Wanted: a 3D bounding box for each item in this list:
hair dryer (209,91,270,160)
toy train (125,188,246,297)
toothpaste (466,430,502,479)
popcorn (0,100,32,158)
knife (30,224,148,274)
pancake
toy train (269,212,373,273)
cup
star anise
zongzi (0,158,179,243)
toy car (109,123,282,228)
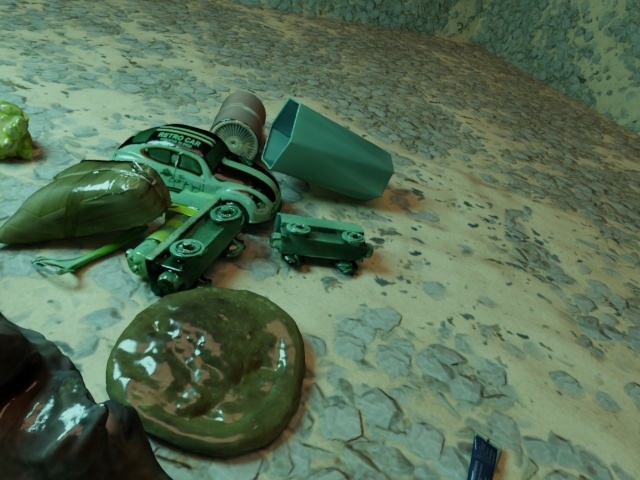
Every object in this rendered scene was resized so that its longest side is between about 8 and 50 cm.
[{"bbox_3d":[-0.062,-0.204,1.088,0.344,0.107,0.189,19,31,-12],"label":"hair dryer"},{"bbox_3d":[-0.196,0.003,0.738,0.132,0.083,0.200,13,33,15],"label":"toy train"},{"bbox_3d":[0.176,0.271,0.557,0.037,0.021,0.140,32,35,10],"label":"toothpaste"},{"bbox_3d":[-0.545,-0.185,0.853,0.109,0.089,0.097,14,68,12],"label":"popcorn"},{"bbox_3d":[-0.320,0.011,0.718,0.078,0.023,0.166,18,30,28],"label":"knife"},{"bbox_3d":[-0.122,0.140,0.590,0.241,0.050,0.242,10,40,-8],"label":"pancake"},{"bbox_3d":[0.000,0.000,0.830,0.172,0.070,0.099,8,25,-13],"label":"toy train"},{"bbox_3d":[0.019,-0.159,0.974,0.235,0.148,0.134,23,46,-27],"label":"cup"},{"bbox_3d":[-0.248,0.143,0.392,0.359,0.316,0.139,-3,48,48],"label":"star anise"},{"bbox_3d":[-0.333,-0.042,0.703,0.194,0.099,0.197,4,34,31],"label":"zongzi"},{"bbox_3d":[-0.211,-0.123,0.865,0.305,0.125,0.136,15,34,1],"label":"toy car"}]
